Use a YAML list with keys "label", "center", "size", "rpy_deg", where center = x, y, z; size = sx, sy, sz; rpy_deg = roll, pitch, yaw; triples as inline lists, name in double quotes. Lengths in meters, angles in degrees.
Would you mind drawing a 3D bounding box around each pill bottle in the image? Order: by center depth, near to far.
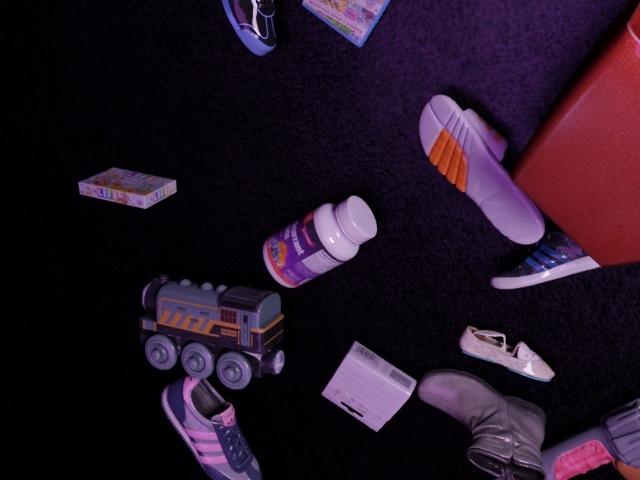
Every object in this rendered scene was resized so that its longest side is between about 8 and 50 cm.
- label: "pill bottle"
  center: [0.000, 0.000, 1.073]
  size: [0.193, 0.108, 0.108]
  rpy_deg: [-30, 98, 31]

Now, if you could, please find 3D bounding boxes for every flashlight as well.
- label: "flashlight"
  center: [0.444, 0.393, 1.054]
  size: [0.304, 0.103, 0.103]
  rpy_deg: [-41, 82, 34]

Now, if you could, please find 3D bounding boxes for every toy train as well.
- label: "toy train"
  center: [-0.225, 0.177, 1.244]
  size: [0.333, 0.142, 0.191]
  rpy_deg: [8, 103, 22]

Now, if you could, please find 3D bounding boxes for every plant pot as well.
- label: "plant pot"
  center: [0.403, -0.126, 0.768]
  size: [0.267, 0.267, 0.236]
  rpy_deg: [44, 136, 0]

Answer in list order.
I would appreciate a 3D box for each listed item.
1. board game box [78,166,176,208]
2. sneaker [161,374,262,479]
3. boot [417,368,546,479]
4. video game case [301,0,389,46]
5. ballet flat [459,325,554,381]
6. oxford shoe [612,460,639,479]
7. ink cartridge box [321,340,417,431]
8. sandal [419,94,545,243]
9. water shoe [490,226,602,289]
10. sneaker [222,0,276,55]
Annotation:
- label: "board game box"
  center: [-0.378, -0.105, 1.194]
  size: [0.154, 0.103, 0.026]
  rpy_deg: [12, 117, 18]
- label: "sneaker"
  center: [-0.222, 0.435, 1.363]
  size: [0.131, 0.112, 0.319]
  rpy_deg: [-36, 96, 35]
- label: "boot"
  center: [0.276, 0.322, 1.064]
  size: [0.246, 0.161, 0.084]
  rpy_deg: [18, 118, 16]
- label: "video game case"
  center: [0.058, -0.400, 0.924]
  size: [0.119, 0.015, 0.166]
  rpy_deg: [37, 122, 4]
- label: "ballet flat"
  center: [0.324, 0.193, 1.050]
  size: [0.168, 0.057, 0.053]
  rpy_deg: [17, 108, 16]
- label: "oxford shoe"
  center: [0.593, 0.433, 1.027]
  size: [0.212, 0.076, 0.076]
  rpy_deg: [35, 123, 8]
- label: "ink cartridge box"
  center: [0.094, 0.296, 1.216]
  size: [0.145, 0.045, 0.179]
  rpy_deg: [32, 139, 7]
- label: "sandal"
  center: [0.254, -0.112, 0.929]
  size: [0.265, 0.076, 0.102]
  rpy_deg: [53, 146, 7]
- label: "water shoe"
  center: [0.363, 0.021, 0.958]
  size: [0.203, 0.073, 0.080]
  rpy_deg: [-19, 82, 25]
- label: "sneaker"
  center: [-0.107, -0.414, 0.950]
  size: [0.090, 0.081, 0.233]
  rpy_deg: [-11, 107, 35]
